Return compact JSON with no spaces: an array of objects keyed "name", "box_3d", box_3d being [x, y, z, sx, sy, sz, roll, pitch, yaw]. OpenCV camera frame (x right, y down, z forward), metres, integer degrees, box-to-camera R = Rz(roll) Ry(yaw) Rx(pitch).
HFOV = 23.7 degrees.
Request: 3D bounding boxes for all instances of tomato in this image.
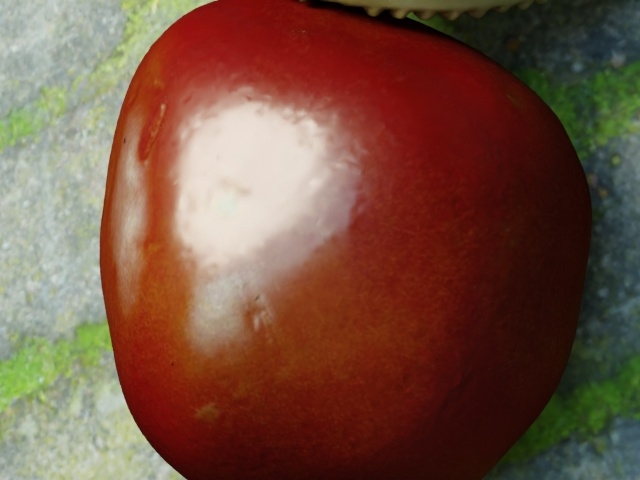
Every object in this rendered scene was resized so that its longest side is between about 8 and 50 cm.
[{"name":"tomato","box_3d":[0.000,0.000,0.817,0.298,0.226,0.298,-7,73,24]}]

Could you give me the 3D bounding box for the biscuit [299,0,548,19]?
[{"name":"biscuit","box_3d":[0.047,-0.201,0.833,0.259,0.259,0.079,26,134,27]}]
